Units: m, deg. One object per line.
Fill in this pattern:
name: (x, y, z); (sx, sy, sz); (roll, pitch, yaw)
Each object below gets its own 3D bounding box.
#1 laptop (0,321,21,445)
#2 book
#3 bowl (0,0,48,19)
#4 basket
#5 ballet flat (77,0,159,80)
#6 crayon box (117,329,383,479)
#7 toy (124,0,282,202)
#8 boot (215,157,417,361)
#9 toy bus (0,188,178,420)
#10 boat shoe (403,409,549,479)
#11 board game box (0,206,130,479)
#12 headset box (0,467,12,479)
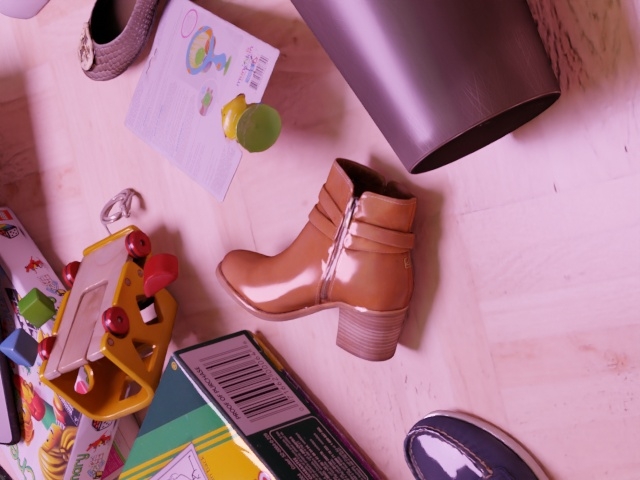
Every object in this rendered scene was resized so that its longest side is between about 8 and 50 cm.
laptop: (-0.556, 0.050, 1.716); (0.408, 0.236, 0.382); (-1, 101, 45)
book: (-0.241, 0.213, 1.716); (0.144, 0.035, 0.096); (-36, 76, 47)
bowl: (-0.316, -0.308, 1.633); (0.142, 0.053, 0.142); (-38, 72, 44)
basket: (0.070, -0.176, 1.200); (0.204, 0.154, 0.227); (-34, 80, 47)
ballet flat: (-0.173, -0.236, 1.490); (0.250, 0.058, 0.084); (-44, 57, 43)
crayon box: (-0.046, 0.321, 1.486); (0.363, 0.106, 0.313); (47, 131, 27)
toy: (-0.094, -0.128, 1.432); (0.237, 0.056, 0.137); (39, 111, 58)
boot: (0.000, 0.000, 1.378); (0.197, 0.073, 0.152); (21, 117, 28)
toy bus: (-0.191, 0.075, 1.553); (0.104, 0.202, 0.191); (45, 172, -31)
boat shoe: (0.146, 0.237, 1.282); (0.254, 0.079, 0.095); (49, 132, 25)
board game box: (-0.309, 0.130, 1.713); (0.305, 0.053, 0.193); (49, 132, 38)
headset box: (-0.458, 0.351, 1.825); (0.283, 0.246, 0.131); (39, 126, 31)
